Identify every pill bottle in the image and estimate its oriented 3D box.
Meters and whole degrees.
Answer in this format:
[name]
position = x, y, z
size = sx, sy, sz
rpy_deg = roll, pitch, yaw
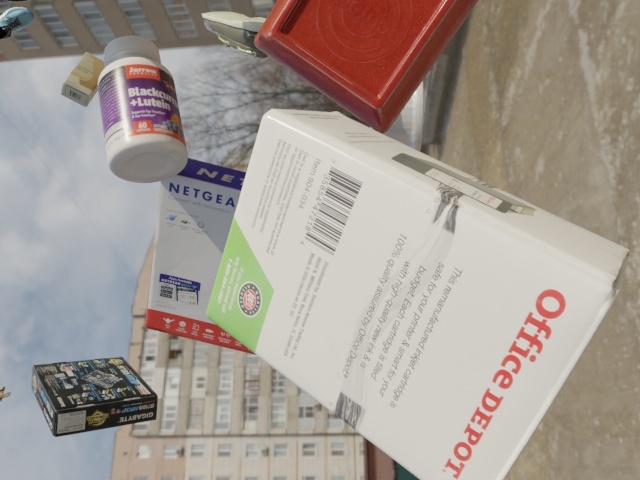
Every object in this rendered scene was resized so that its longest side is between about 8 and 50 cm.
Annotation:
[pill bottle]
position = -0.257, -0.190, 0.806
size = 0.108, 0.108, 0.193
rpy_deg = 75, 180, -70

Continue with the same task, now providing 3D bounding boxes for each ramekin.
[ramekin]
position = 0.212, -0.368, 1.619
size = 0.277, 0.135, 0.277
rpy_deg = 1, -90, -87

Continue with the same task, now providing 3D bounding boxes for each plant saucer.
[plant saucer]
position = 0.064, -0.337, 0.847
size = 0.259, 0.258, 0.048
rpy_deg = -55, 0, 14

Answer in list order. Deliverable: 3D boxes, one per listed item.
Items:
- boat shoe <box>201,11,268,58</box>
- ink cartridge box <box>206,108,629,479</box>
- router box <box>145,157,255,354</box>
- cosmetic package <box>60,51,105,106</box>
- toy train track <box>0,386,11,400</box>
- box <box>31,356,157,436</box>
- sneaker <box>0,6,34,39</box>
[boat shoe]
position = -0.233, -0.571, 1.550
size = 0.305, 0.109, 0.091
rpy_deg = 32, 132, 43
[ink cartridge box]
position = 0.061, 0.038, 0.451
size = 0.115, 0.273, 0.198
rpy_deg = -16, -48, -56
[router box]
position = -0.109, 0.046, 0.950
size = 0.082, 0.335, 0.301
rpy_deg = -77, 0, -63
[cosmetic package]
position = -0.511, -0.351, 1.231
size = 0.041, 0.060, 0.115
rpy_deg = -44, 28, 47
[toy train track]
position = -0.653, 0.326, 1.133
size = 0.083, 0.048, 0.014
rpy_deg = -103, -8, -52
[box]
position = -0.428, 0.283, 1.058
size = 0.220, 0.175, 0.051
rpy_deg = 16, 102, 52
[sneaker]
position = -0.880, -0.598, 1.593
size = 0.073, 0.162, 0.063
rpy_deg = 40, 157, 30
